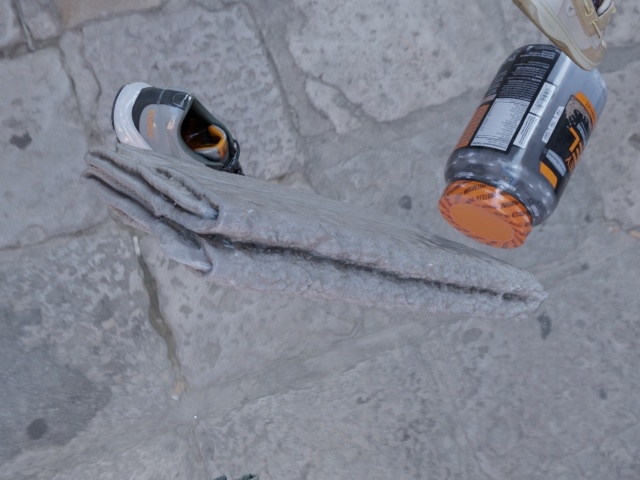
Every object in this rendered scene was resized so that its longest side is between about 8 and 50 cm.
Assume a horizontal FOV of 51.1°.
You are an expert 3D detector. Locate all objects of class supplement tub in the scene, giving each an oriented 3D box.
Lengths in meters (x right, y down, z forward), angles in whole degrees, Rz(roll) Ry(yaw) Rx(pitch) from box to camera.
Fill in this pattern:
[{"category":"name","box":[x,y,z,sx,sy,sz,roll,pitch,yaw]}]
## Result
[{"category":"supplement tub","box":[0.358,-0.167,1.204,0.207,0.207,0.337,31,73,-1]}]

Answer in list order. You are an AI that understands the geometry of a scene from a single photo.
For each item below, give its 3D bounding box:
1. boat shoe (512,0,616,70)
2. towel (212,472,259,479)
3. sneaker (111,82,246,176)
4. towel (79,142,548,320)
[{"category":"boat shoe","box":[0.223,-0.195,0.577,0.170,0.059,0.063,2,50,-54]},{"category":"towel","box":[-0.198,0.526,0.976,0.056,0.312,0.323,3,91,32]},{"category":"sneaker","box":[-0.141,-0.089,0.835,0.108,0.271,0.100,3,63,28]},{"category":"towel","box":[0.000,0.000,0.444,0.282,0.187,0.049,12,100,-38]}]
